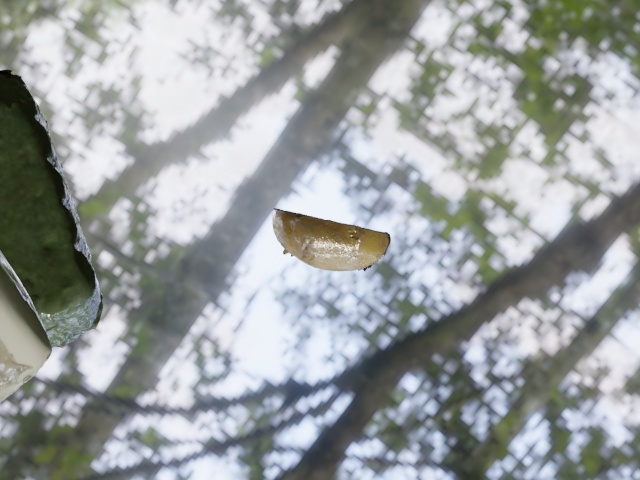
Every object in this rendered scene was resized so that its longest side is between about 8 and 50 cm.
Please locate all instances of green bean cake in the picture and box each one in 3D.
[{"bbox_3d":[-0.291,0.000,1.313,0.125,0.227,0.223,105,146,-75],"label":"green bean cake"}]

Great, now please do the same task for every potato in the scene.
[{"bbox_3d":[-0.001,0.001,1.276,0.093,0.037,0.036,13,176,23],"label":"potato"}]

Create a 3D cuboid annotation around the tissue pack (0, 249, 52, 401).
[{"bbox_3d":[-0.181,-0.002,0.646,0.106,0.099,0.149,45,168,43],"label":"tissue pack"}]
